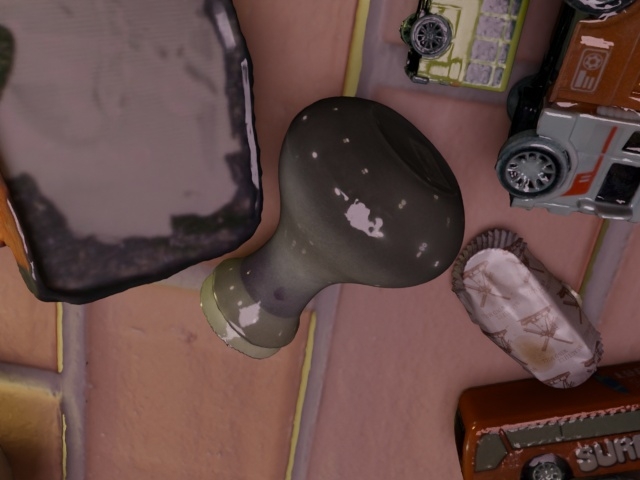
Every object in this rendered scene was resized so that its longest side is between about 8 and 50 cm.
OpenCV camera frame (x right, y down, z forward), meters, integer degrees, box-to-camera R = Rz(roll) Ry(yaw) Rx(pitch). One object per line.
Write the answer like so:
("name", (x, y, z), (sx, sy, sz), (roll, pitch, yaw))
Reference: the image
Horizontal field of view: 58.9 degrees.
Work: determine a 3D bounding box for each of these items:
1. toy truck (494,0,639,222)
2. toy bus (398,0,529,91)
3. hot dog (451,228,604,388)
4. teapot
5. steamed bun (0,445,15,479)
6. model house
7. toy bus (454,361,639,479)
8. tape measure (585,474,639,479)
("toy truck", (0.239, -0.156, 0.403), (0.162, 0.136, 0.306), (15, 133, 11))
("toy bus", (0.127, -0.218, 0.466), (0.101, 0.088, 0.175), (9, 113, 0))
("hot dog", (0.214, 0.076, 0.584), (0.192, 0.053, 0.099), (46, 119, -6))
("teapot", (0.000, 0.000, 0.523), (0.183, 0.183, 0.251), (40, 121, -10))
("steamed bun", (-0.523, 0.310, 0.600), (0.373, 0.334, 0.334), (-2, 110, 11))
("model house", (-0.215, -0.113, 0.489), (0.300, 0.190, 0.272), (6, 113, 51))
("toy bus", (0.346, 0.184, 0.597), (0.408, 0.093, 0.092), (-12, 101, 8))
("tape measure", (0.297, 0.327, 0.628), (0.181, 0.107, 0.182), (27, 127, -32))
